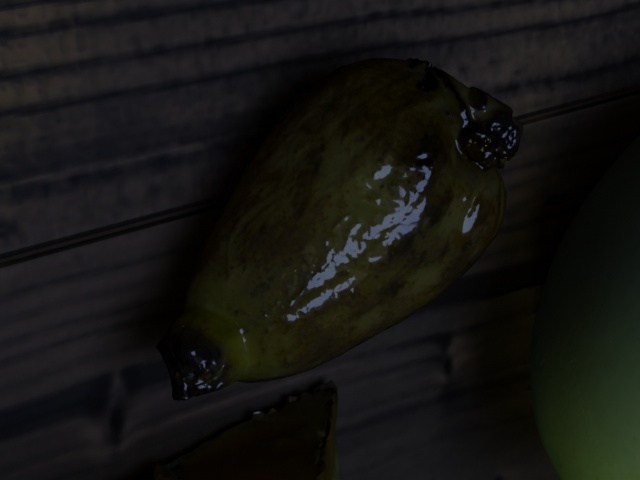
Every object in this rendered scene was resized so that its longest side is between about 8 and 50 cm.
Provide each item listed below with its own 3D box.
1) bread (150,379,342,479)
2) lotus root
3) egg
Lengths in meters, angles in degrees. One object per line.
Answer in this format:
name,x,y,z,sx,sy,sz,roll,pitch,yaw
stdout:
bread,0.018,0.211,0.551,0.279,0.315,0.249,-30,120,-40
lotus root,0.000,0.000,0.615,0.190,0.094,0.108,-41,100,-13
egg,0.223,0.032,0.720,0.283,0.203,0.203,-51,127,-21
